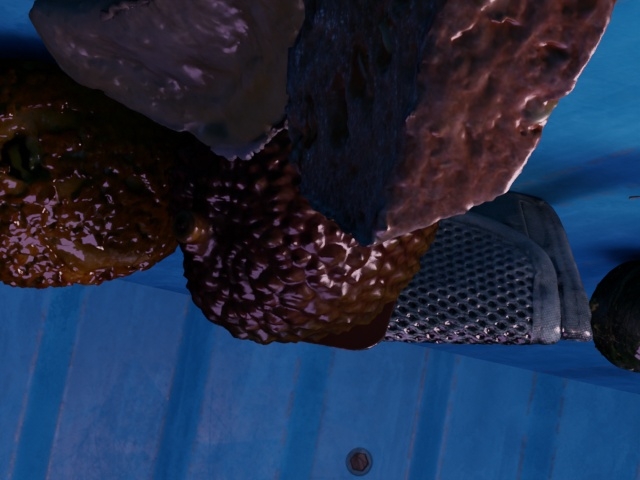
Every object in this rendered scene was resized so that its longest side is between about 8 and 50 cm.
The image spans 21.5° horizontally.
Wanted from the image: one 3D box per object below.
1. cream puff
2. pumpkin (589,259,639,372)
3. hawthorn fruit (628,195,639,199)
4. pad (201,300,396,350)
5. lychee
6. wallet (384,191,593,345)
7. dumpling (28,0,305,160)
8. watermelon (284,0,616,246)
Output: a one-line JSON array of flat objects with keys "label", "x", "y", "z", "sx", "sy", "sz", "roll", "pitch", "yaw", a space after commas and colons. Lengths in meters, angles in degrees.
[{"label": "cream puff", "x": -0.255, "y": -0.054, "z": 1.635, "sx": 0.303, "sy": 0.212, "sz": 0.303, "roll": 7, "pitch": 174, "yaw": 1}, {"label": "pumpkin", "x": 0.410, "y": 0.099, "z": 2.001, "sx": 0.190, "sy": 0.146, "sz": 0.190, "roll": 32, "pitch": 179, "yaw": 1}, {"label": "hawthorn fruit", "x": 0.393, "y": -0.009, "z": 1.490, "sx": 0.189, "sy": 0.149, "sz": 0.149, "roll": 51, "pitch": 167, "yaw": -1}, {"label": "pad", "x": 0.000, "y": 0.000, "z": 1.638, "sx": 0.181, "sy": 0.267, "sz": 0.004, "roll": 10, "pitch": 135, "yaw": 10}, {"label": "lychee", "x": -0.014, "y": -0.025, "z": 1.502, "sx": 0.271, "sy": 0.235, "sz": 0.236, "roll": -3, "pitch": 179, "yaw": -32}, {"label": "wallet", "x": 0.088, "y": 0.017, "z": 1.685, "sx": 0.342, "sy": 0.075, "sz": 0.237, "roll": 3, "pitch": -146, "yaw": -4}, {"label": "dumpling", "x": -0.078, "y": -0.148, "z": 1.251, "sx": 0.332, "sy": 0.086, "sz": 0.166, "roll": 0, "pitch": 133, "yaw": 50}, {"label": "watermelon", "x": 0.063, "y": -0.116, "z": 0.760, "sx": 0.140, "sy": 0.256, "sz": 0.193, "roll": 17, "pitch": 178, "yaw": -19}]
